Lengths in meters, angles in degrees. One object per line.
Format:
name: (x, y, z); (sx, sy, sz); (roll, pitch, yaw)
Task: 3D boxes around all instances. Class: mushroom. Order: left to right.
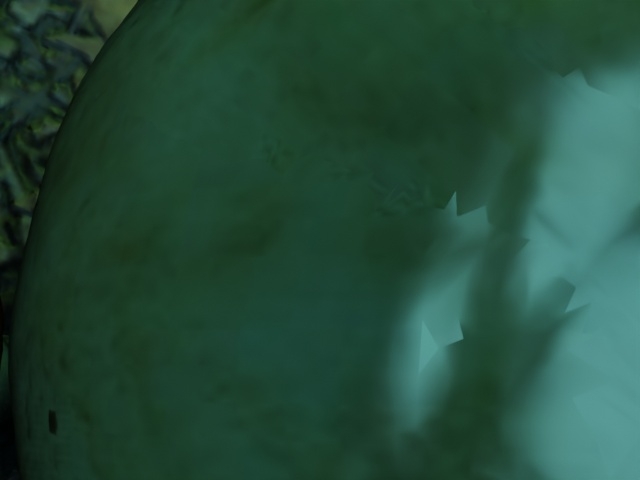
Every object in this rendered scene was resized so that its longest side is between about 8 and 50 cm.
mushroom: (0.073, 0.028, 0.601); (0.352, 0.260, 0.352); (0, 85, -4)

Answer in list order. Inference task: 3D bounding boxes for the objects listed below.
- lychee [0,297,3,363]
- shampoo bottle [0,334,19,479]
lychee: (-0.216, 0.029, 0.568); (0.255, 0.255, 0.300); (31, 40, -14)
shampoo bottle: (0.000, -0.001, 0.748); (0.309, 0.071, 0.098); (-25, 91, -23)
